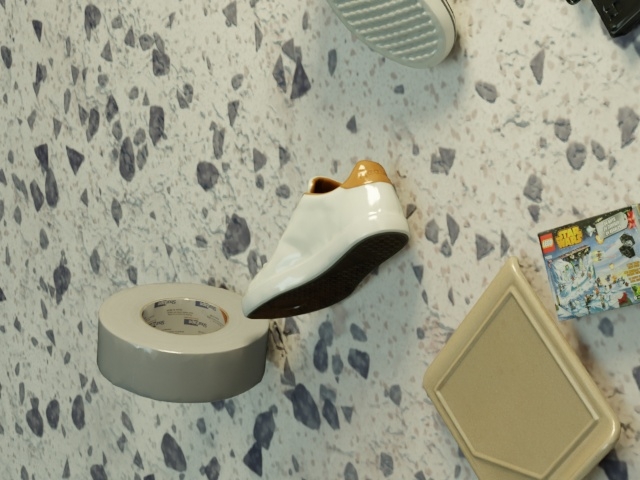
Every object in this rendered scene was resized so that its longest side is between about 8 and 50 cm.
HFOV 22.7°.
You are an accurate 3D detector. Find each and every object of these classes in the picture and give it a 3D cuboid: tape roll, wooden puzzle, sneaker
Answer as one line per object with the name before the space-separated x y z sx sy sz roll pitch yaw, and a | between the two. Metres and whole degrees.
tape roll | -0.177 0.128 2.049 0.219 0.219 0.072 31 123 47
wooden puzzle | 0.211 0.170 1.679 0.238 0.044 0.221 64 142 30
sneaker | 0.000 0.000 1.893 0.290 0.106 0.123 -36 59 43
sneaker | 0.042 -0.326 1.745 0.321 0.127 0.126 42 140 9

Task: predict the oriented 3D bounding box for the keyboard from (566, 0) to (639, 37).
keyboard | 0.260 -0.280 1.524 0.108 0.023 0.180 -44 61 42

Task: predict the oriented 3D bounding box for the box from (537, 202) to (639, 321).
box | 0.276 0.022 1.561 0.137 0.027 0.094 -18 84 54
